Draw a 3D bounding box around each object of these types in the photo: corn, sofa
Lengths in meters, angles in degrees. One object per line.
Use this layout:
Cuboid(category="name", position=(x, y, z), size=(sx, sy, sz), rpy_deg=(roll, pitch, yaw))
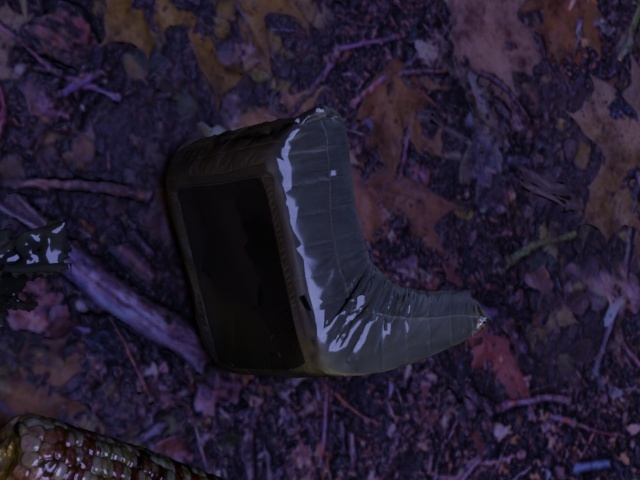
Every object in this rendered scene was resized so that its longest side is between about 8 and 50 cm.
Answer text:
Cuboid(category="corn", position=(-0.154, 0.209, 1.308), size=(0.253, 0.086, 0.086), rpy_deg=(24, 72, -34))
Cuboid(category="sofa", position=(0.000, 0.000, 1.364), size=(0.176, 0.210, 0.225), rpy_deg=(-16, 94, -34))

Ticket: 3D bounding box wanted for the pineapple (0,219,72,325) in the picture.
Cuboid(category="pineapple", position=(-0.354, 0.027, 1.155), size=(0.361, 0.175, 0.175), rpy_deg=(-4, 87, -48))
